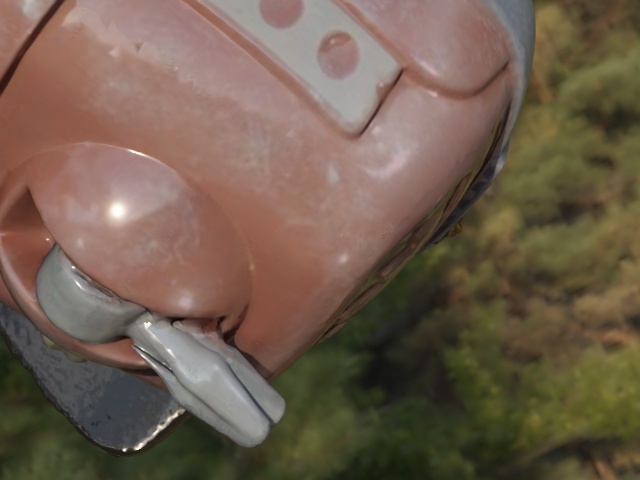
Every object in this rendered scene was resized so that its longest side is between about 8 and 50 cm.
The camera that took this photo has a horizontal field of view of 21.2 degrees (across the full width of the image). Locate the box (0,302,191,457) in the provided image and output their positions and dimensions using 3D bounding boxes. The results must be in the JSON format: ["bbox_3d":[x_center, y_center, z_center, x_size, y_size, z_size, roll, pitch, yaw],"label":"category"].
[{"bbox_3d":[-0.123,0.027,1.168,0.201,0.212,0.042,-43,-32,-7],"label":"box"}]

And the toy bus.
[{"bbox_3d":[-0.076,-0.073,0.602,0.197,0.294,0.232,-47,9,42],"label":"toy bus"}]

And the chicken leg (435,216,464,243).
[{"bbox_3d":[0.001,0.003,1.229,0.207,0.101,0.085,-23,-31,12],"label":"chicken leg"}]
